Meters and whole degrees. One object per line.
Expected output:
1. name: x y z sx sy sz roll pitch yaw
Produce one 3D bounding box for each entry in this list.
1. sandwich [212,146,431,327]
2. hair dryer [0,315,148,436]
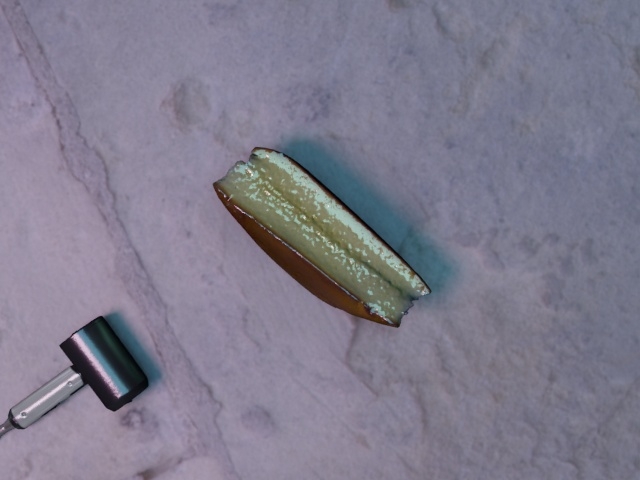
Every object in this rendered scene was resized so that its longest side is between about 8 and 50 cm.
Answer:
1. sandwich: 0.000 0.000 1.143 0.258 0.096 0.094 42 79 0
2. hair dryer: -0.297 0.178 1.143 0.198 0.057 0.100 -34 90 4
